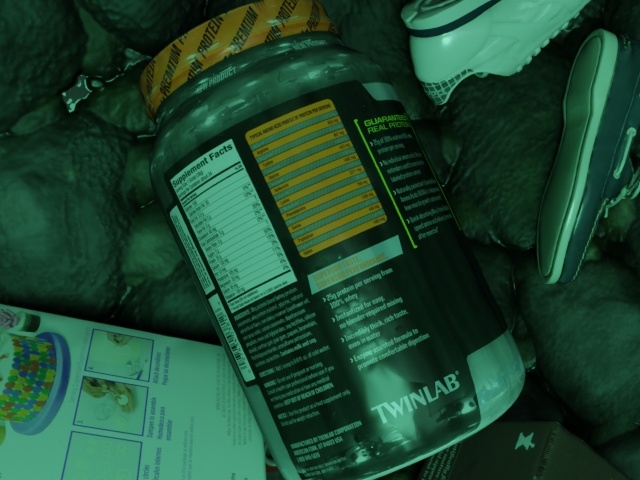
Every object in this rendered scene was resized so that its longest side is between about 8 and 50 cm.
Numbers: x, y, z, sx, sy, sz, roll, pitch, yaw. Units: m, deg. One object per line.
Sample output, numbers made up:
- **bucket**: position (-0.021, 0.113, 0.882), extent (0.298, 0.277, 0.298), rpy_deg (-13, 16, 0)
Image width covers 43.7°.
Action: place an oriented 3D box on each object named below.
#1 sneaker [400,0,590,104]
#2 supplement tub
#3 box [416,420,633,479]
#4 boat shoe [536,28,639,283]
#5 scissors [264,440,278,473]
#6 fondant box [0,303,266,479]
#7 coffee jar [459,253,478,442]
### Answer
- **sneaker**: position (0.187, -0.213, 0.751), extent (0.235, 0.090, 0.095), rpy_deg (-25, 117, -8)
- **supplement tub**: position (0.000, 0.000, 0.624), extent (0.207, 0.207, 0.338), rpy_deg (-23, 85, -12)
- **box**: position (0.205, 0.292, 0.756), extent (0.203, 0.167, 0.168), rpy_deg (38, 64, -18)
- **boat shoe**: position (0.273, -0.076, 0.787), extent (0.079, 0.095, 0.254), rpy_deg (13, 85, -7)
- **scissors**: position (-0.118, 0.246, 0.756), extent (0.297, 0.021, 0.109), rpy_deg (-45, 109, -5)
- **fondant box**: position (-0.208, 0.165, 0.584), extent (0.330, 0.238, 0.096), rpy_deg (14, 122, -15)
- **coffee jar**: position (0.104, 0.091, 0.756), extent (0.079, 0.096, 0.184), rpy_deg (-5, 99, -19)
